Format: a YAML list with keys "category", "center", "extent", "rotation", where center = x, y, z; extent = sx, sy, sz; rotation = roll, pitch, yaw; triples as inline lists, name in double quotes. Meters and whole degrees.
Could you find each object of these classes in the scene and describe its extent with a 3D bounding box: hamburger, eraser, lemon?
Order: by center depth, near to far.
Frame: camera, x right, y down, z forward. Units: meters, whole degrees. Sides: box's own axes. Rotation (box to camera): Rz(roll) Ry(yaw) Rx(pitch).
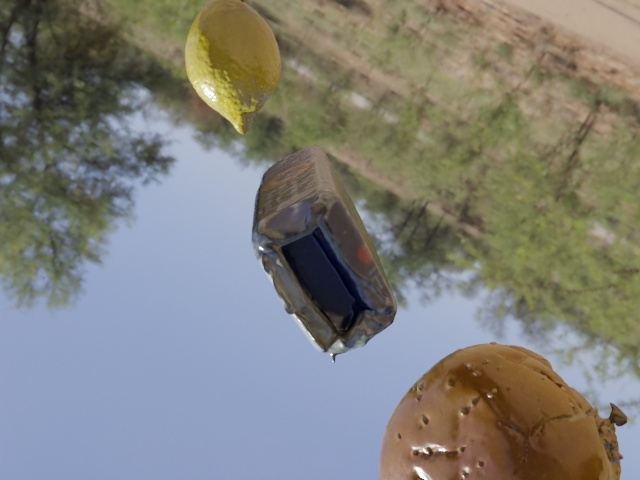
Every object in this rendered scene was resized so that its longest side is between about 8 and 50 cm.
- category: "lemon"
  center: [-0.058, -0.116, 0.624]
  extent: [0.065, 0.092, 0.065]
  rotation: [-7, -172, 1]
- category: "eraser"
  center: [0.000, 0.000, 1.026]
  extent: [0.155, 0.101, 0.332]
  rotation: [60, -174, -14]
- category: "hamburger"
  center: [0.216, 0.275, 1.136]
  extent: [0.170, 0.314, 0.290]
  rotation: [-1, -140, -49]
